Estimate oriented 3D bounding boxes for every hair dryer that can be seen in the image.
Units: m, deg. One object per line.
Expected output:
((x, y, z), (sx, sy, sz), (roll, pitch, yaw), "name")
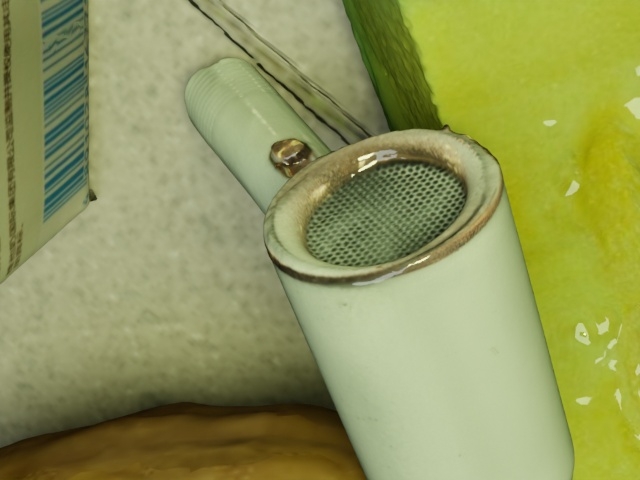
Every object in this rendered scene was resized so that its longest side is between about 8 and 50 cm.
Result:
((0.000, 0.000, 0.604), (0.073, 0.236, 0.131), (-29, 126, -12), "hair dryer")

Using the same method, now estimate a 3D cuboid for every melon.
((0.114, 0.009, 0.609), (0.196, 0.124, 0.324), (-3, 118, 23), "melon")

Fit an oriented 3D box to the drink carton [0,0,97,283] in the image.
((-0.222, -0.029, 0.590), (0.194, 0.324, 0.132), (7, 114, 13), "drink carton")

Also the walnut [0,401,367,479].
((-0.055, 0.243, 0.675), (0.397, 0.308, 0.354), (-17, 108, 24), "walnut")
